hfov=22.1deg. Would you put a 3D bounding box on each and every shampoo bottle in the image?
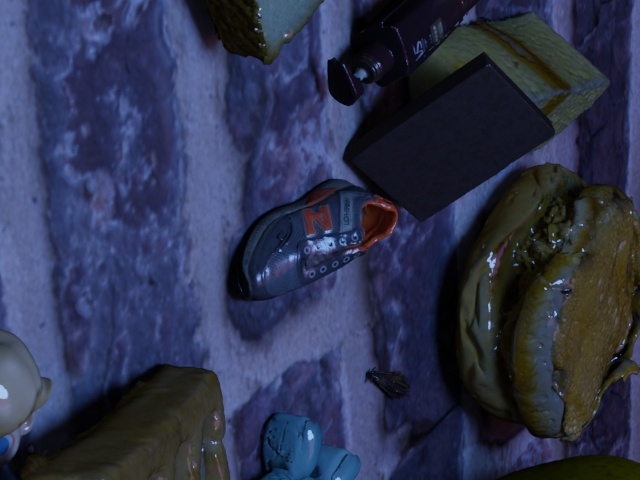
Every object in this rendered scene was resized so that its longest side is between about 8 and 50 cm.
[{"bbox_3d":[0.084,-0.207,1.603,0.236,0.067,0.068,-48,113,-38],"label":"shampoo bottle"}]

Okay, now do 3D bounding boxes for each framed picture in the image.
[{"bbox_3d":[0.130,-0.099,1.619,0.128,0.168,0.023,39,25,-40],"label":"framed picture"}]

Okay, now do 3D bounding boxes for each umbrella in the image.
[{"bbox_3d":[0.074,0.151,1.741,0.083,0.020,0.031,26,78,-50],"label":"umbrella"}]

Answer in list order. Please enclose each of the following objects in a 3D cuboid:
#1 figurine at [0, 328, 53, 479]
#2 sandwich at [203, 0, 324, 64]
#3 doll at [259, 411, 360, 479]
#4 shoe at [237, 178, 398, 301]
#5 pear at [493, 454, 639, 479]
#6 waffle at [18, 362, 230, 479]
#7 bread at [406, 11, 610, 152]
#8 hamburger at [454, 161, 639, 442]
[{"bbox_3d":[-0.259,0.155,1.186,0.108,0.114,0.196,-58,153,-67],"label":"figurine"},{"bbox_3d":[-0.053,-0.310,1.359,0.226,0.087,0.251,-54,142,-29],"label":"sandwich"},{"bbox_3d":[-0.021,0.263,1.600,0.158,0.059,0.159,-64,145,-23],"label":"doll"},{"bbox_3d":[-0.001,0.001,1.534,0.194,0.077,0.074,-37,129,-45],"label":"shoe"},{"bbox_3d":[0.290,0.421,1.837,0.362,0.362,0.418,-57,166,-28],"label":"pear"},{"bbox_3d":[-0.140,0.273,1.293,0.348,0.077,0.304,-38,126,-75],"label":"waffle"},{"bbox_3d":[0.198,-0.154,1.758,0.266,0.142,0.178,-25,104,-52],"label":"bread"},{"bbox_3d":[0.265,0.077,1.870,0.318,0.158,0.319,-21,117,-52],"label":"hamburger"}]
